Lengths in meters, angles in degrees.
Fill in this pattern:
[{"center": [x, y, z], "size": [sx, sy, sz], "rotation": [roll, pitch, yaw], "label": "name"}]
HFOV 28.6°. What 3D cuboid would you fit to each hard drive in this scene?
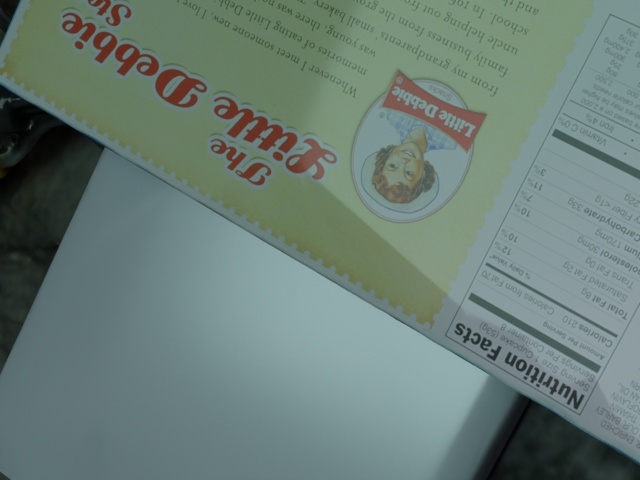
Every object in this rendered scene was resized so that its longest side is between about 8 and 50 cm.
[{"center": [0.000, 0.000, 0.515], "size": [0.210, 0.040, 0.318], "rotation": [31, 101, 22], "label": "hard drive"}]

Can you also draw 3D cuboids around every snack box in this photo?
[{"center": [0.045, -0.071, 0.440], "size": [0.322, 0.060, 0.187], "rotation": [31, 100, 22], "label": "snack box"}]

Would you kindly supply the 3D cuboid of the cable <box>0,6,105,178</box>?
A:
[{"center": [-0.139, -0.073, 0.649], "size": [0.287, 0.072, 0.139], "rotation": [1, 74, 22], "label": "cable"}]
